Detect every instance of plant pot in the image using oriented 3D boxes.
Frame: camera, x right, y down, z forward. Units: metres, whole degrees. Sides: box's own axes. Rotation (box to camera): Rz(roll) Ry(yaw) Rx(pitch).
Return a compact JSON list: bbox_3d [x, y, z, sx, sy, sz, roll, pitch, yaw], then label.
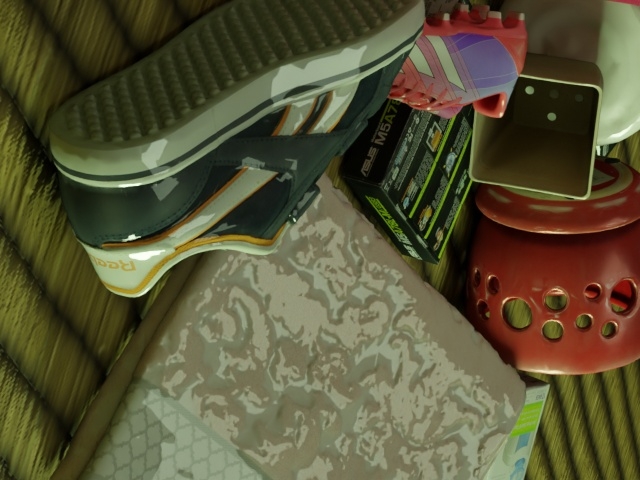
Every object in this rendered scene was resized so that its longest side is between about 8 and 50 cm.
[{"bbox_3d":[0.234,0.013,1.776,0.191,0.191,0.174,-34,127,-52],"label":"plant pot"},{"bbox_3d":[0.200,-0.113,1.624,0.096,0.109,0.109,-55,152,-57],"label":"plant pot"}]

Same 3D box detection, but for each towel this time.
[{"bbox_3d":[-0.007,0.141,1.356,0.332,0.053,0.317,46,63,-32],"label":"towel"}]

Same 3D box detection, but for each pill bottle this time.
[{"bbox_3d":[0.309,-0.222,1.776,0.318,0.176,0.176,-36,137,-51],"label":"pill bottle"}]

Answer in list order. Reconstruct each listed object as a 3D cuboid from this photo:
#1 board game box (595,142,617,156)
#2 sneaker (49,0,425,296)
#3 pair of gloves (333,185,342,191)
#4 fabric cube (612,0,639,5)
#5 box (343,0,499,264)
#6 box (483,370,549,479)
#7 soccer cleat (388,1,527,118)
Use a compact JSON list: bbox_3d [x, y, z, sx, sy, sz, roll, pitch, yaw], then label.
[{"bbox_3d":[0.323,-0.191,1.999,0.126,0.026,0.186,-47,145,-42],"label":"board game box"},{"bbox_3d":[-0.049,-0.076,1.217,0.321,0.126,0.127,-32,131,-39],"label":"sneaker"},{"bbox_3d":[0.000,0.000,1.493,0.074,0.010,0.083,-54,147,-31],"label":"pair of gloves"},{"bbox_3d":[0.203,-0.340,1.273,0.254,0.258,0.259,-41,126,-25],"label":"fabric cube"},{"bbox_3d":[0.097,-0.098,1.587,0.191,0.045,0.184,-67,157,-13],"label":"box"},{"bbox_3d":[0.136,0.224,1.802,0.114,0.103,0.203,0,106,-63],"label":"box"},{"bbox_3d":[0.077,-0.137,1.433,0.248,0.083,0.095,-10,110,-49],"label":"soccer cleat"}]
